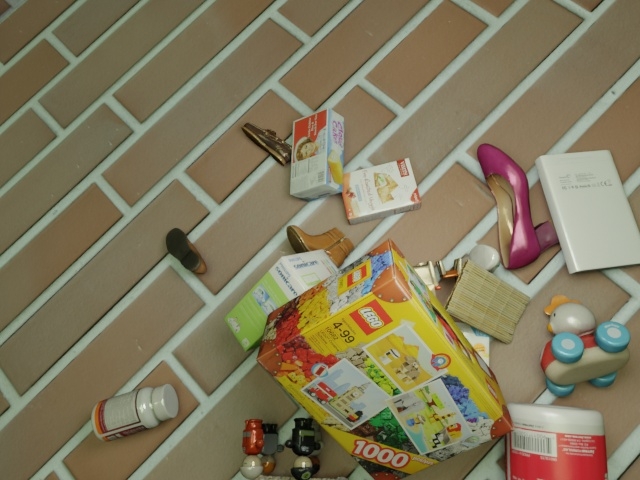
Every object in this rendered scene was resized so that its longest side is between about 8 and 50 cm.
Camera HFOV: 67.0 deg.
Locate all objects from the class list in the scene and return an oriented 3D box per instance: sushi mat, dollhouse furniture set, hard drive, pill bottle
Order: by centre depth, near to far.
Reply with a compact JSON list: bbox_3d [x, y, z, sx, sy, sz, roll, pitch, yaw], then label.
[{"bbox_3d":[0.568,0.613,1.167,0.229,0.229,0.407,2,75,10],"label":"pill bottle"},{"bbox_3d":[0.453,0.171,1.296,0.019,0.317,0.151,18,82,56],"label":"sushi mat"},{"bbox_3d":[0.266,0.131,1.336,0.262,0.259,0.135,-8,85,8],"label":"dollhouse furniture set"},{"bbox_3d":[0.781,-0.088,1.397,0.233,0.047,0.352,-6,72,-10],"label":"hard drive"},{"bbox_3d":[-0.545,0.505,1.429,0.221,0.121,0.121,-18,73,3],"label":"pill bottle"}]

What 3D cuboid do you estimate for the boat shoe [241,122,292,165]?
[{"bbox_3d":[-0.173,-0.337,1.635,0.207,0.073,0.073,40,82,10],"label":"boat shoe"}]

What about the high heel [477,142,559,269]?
[{"bbox_3d":[0.530,-0.106,1.422,0.182,0.127,0.377,-28,75,-11],"label":"high heel"}]

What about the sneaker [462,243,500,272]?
[{"bbox_3d":[0.463,0.062,1.349,0.094,0.212,0.080,3,76,-5],"label":"sneaker"}]

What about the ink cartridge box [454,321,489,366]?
[{"bbox_3d":[0.416,0.326,1.358,0.105,0.061,0.181,2,75,10],"label":"ink cartridge box"}]

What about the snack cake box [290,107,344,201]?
[{"bbox_3d":[-0.011,-0.272,1.548,0.152,0.089,0.264,-11,70,40],"label":"snack cake box"}]

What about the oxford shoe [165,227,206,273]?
[{"bbox_3d":[-0.438,0.040,1.575,0.076,0.076,0.212,-42,57,-2],"label":"oxford shoe"}]

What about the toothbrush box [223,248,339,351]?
[{"bbox_3d":[-0.099,0.164,1.353,0.283,0.206,0.122,-47,71,26],"label":"toothbrush box"}]

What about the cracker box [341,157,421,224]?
[{"bbox_3d":[0.185,-0.154,1.527,0.233,0.067,0.155,-14,73,4],"label":"cracker box"}]

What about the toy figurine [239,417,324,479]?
[{"bbox_3d":[-0.098,0.562,1.296,0.213,0.209,0.148,-4,64,7],"label":"toy figurine"}]

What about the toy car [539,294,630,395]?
[{"bbox_3d":[0.668,0.251,1.298,0.211,0.219,0.237,-15,44,5],"label":"toy car"}]

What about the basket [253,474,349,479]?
[{"bbox_3d":[-0.079,0.782,1.161,0.267,0.328,0.330,-3,83,14],"label":"basket"}]

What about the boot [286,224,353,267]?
[{"bbox_3d":[0.000,0.000,1.478,0.197,0.073,0.152,51,57,-6],"label":"boot"}]

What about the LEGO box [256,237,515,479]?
[{"bbox_3d":[0.156,0.306,1.159,0.373,0.193,0.500,-34,110,18],"label":"LEGO box"}]
